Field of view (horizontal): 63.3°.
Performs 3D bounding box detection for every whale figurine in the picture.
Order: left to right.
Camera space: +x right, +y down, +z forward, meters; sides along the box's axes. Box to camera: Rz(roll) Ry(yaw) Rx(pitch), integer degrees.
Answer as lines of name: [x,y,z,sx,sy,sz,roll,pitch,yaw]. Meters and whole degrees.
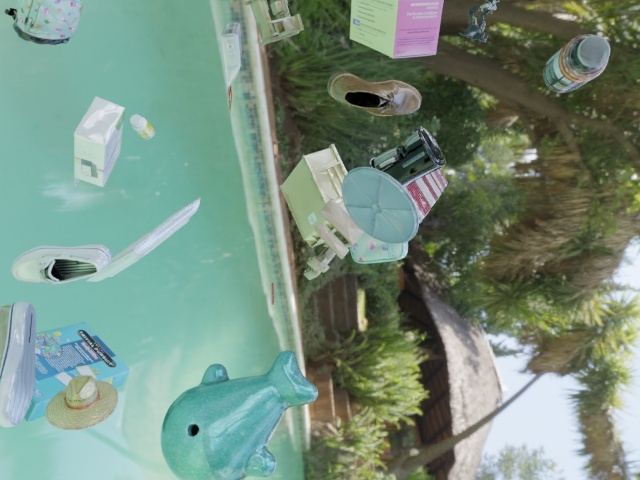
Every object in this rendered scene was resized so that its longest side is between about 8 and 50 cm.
whale figurine: [-0.142,0.293,0.869,0.216,0.272,0.141,55,-2,27]

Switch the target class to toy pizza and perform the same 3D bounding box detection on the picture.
toy pizza: [0.133,-0.078,1.142,0.032,0.201,0.201,-44,148,-32]

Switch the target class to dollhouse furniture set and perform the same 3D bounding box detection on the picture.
dollhouse furniture set: [-0.102,-0.588,1.253,0.161,0.101,0.181,14,-52,57]
dollhouse furniture set: [0.000,0.000,1.381,0.144,0.123,0.151,-50,-171,-30]

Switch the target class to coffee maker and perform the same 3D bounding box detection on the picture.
coffee maker: [0.254,-0.199,1.444,0.171,0.178,0.120,52,36,-15]

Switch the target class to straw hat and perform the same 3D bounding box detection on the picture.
straw hat: [-0.478,0.304,1.040,0.144,0.145,0.061,-96,-168,-65]

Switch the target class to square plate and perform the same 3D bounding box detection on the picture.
square plate: [-0.594,0.007,1.774,0.049,0.344,0.347,54,40,-12]

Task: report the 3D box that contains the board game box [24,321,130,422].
board game box: [-0.807,0.390,1.600,0.079,0.254,0.336,-58,160,17]

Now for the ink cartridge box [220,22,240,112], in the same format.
ink cartridge box: [-0.267,-0.538,1.616,0.189,0.066,0.232,-101,-176,-57]

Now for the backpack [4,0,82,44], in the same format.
backpack: [-0.648,-0.561,1.249,0.182,0.152,0.115,-40,-99,42]

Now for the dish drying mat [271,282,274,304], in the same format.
dish drying mat: [-0.183,0.203,1.978,0.032,0.008,0.083,150,-62,-72]

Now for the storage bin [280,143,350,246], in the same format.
storage bin: [0.000,-0.142,1.765,0.260,0.123,0.262,65,-28,8]

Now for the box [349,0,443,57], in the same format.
box: [0.169,-0.557,1.158,0.213,0.118,0.242,-129,-147,-51]

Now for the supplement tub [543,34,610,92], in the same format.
supplement tub: [0.610,-0.421,1.232,0.198,0.106,0.105,-36,121,-83]

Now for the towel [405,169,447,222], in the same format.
towel: [0.415,-0.250,2.184,0.237,0.037,0.329,54,47,-14]

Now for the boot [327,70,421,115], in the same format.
boot: [0.174,-0.395,1.469,0.115,0.306,0.112,55,-45,46]

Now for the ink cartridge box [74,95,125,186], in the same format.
ink cartridge box: [-0.864,-0.358,2.025,0.353,0.119,0.207,130,-24,-54]

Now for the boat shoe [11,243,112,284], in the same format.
boat shoe: [-0.570,0.053,1.117,0.075,0.227,0.083,-88,164,-65]

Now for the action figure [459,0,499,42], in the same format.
action figure: [0.545,-0.823,1.744,0.141,0.164,0.275,35,-60,38]

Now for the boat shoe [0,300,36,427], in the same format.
boat shoe: [-0.724,0.284,1.199,0.109,0.094,0.302,94,-15,-53]

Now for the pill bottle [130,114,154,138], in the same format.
pill bottle: [-0.755,-0.483,2.194,0.116,0.065,0.065,66,18,-72]

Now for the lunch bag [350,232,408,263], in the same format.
lunch bag: [0.216,-0.057,1.934,0.108,0.224,0.278,-4,89,-66]
